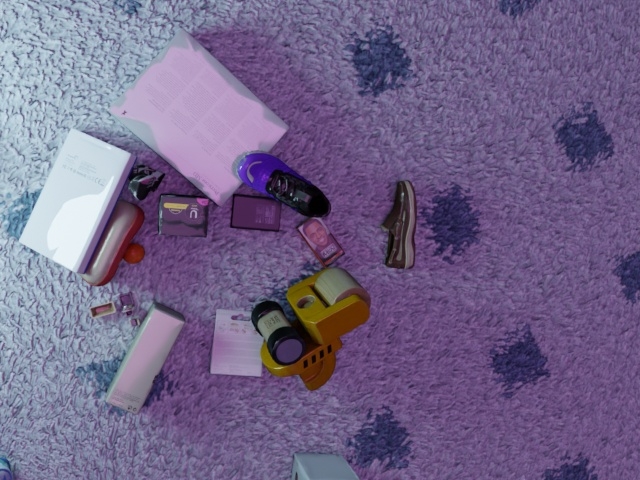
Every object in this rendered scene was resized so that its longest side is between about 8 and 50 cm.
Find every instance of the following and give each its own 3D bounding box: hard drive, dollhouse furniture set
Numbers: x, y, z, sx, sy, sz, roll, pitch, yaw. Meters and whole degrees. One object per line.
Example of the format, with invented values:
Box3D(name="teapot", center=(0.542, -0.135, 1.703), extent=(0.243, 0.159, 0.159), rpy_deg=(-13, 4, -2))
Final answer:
Box3D(name="hard drive", center=(-0.607, -0.102, 1.754), extent=(0.210, 0.040, 0.318), rpy_deg=(24, 89, 23))
Box3D(name="hard drive", center=(-0.177, -0.075, 1.931), extent=(0.135, 0.022, 0.094), rpy_deg=(5, 94, -15))
Box3D(name="dollhouse furniture set", center=(-0.540, 0.199, 1.835), extent=(0.115, 0.081, 0.090), rpy_deg=(-15, 99, -12))

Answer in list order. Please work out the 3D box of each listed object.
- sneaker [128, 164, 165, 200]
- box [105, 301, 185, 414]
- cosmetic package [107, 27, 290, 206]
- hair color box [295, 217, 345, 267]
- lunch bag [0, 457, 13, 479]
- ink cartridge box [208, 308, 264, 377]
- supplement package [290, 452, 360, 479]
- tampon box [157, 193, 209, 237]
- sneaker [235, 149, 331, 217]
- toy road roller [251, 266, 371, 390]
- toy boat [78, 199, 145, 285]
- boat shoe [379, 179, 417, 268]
Box3D(name="sneaker", center=(-0.461, -0.153, 1.782), extent=(0.077, 0.178, 0.071), rpy_deg=(29, 99, -4))
Box3D(name="box", center=(-0.461, 0.308, 1.852), extent=(0.094, 0.113, 0.275), rpy_deg=(28, 89, -15))
Box3D(name="cosmetic package", center=(-0.314, -0.314, 1.836), extent=(0.377, 0.097, 0.284), rpy_deg=(42, 83, -14))
Box3D(name="hair color box", center=(0.000, 0.000, 1.972), extent=(0.072, 0.043, 0.141), rpy_deg=(-38, 102, -7))
Box3D(name="lunch bag", center=(-0.872, 0.664, 1.774), extent=(0.176, 0.090, 0.218), rpy_deg=(2, 101, -32))
Box3D(name="ink cartridge box", center=(-0.231, 0.287, 1.953), extent=(0.146, 0.045, 0.179), rpy_deg=(7, 75, -14))
Box3D(name="supplement package", center=(0.003, 0.729, 1.964), extent=(0.150, 0.194, 0.203), rpy_deg=(7, 93, -15))
Box3D(name="tampon box", center=(-0.357, -0.066, 1.815), extent=(0.121, 0.161, 0.101), rpy_deg=(3, 94, -15))
Box3D(name="sneaker", center=(-0.079, -0.139, 1.834), extent=(0.293, 0.146, 0.102), rpy_deg=(26, 97, -40))
Box3D(name="toy road roller", center=(-0.011, 0.252, 1.912), extent=(0.330, 0.202, 0.240), rpy_deg=(-30, 122, -8))
Box3D(name="toy boat", center=(-0.520, 0.014, 1.811), extent=(0.151, 0.151, 0.231), rpy_deg=(27, 89, -45))
Box3D(name="boat shoe", center=(0.219, -0.043, 1.999), extent=(0.095, 0.095, 0.257), rpy_deg=(-2, 96, -8))
